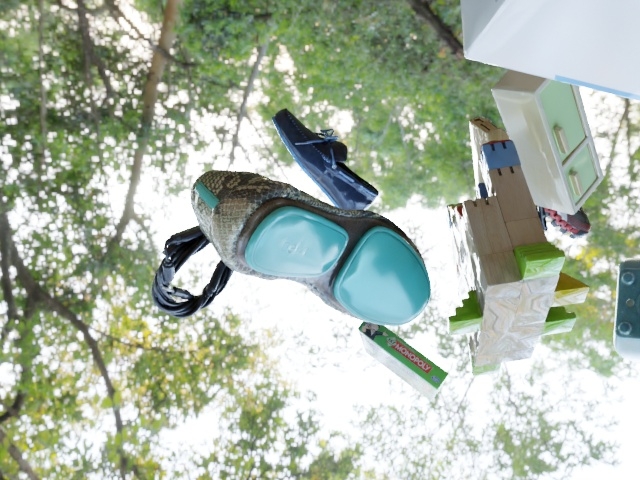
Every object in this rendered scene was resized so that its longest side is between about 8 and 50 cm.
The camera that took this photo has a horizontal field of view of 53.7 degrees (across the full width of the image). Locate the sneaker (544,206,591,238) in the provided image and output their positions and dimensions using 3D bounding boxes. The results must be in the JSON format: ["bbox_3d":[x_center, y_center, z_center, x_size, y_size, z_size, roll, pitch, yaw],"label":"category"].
[{"bbox_3d":[0.560,-0.123,1.478,0.276,0.135,0.098,46,-154,-10],"label":"sneaker"}]

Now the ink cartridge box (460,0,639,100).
[{"bbox_3d":[0.248,-0.302,0.544,0.198,0.197,0.270,9,-114,-15],"label":"ink cartridge box"}]

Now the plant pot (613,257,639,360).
[{"bbox_3d":[0.751,0.149,1.335,0.252,0.248,0.247,13,171,-42],"label":"plant pot"}]

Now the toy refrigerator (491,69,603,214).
[{"bbox_3d":[0.397,-0.179,1.081,0.102,0.270,0.094,-46,-143,-16],"label":"toy refrigerator"}]

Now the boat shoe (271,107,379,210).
[{"bbox_3d":[0.013,-0.154,1.165,0.089,0.258,0.109,-34,-143,15],"label":"boat shoe"}]

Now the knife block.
[{"bbox_3d":[0.375,-0.094,1.336,0.275,0.242,0.088,25,-162,-24],"label":"knife block"}]

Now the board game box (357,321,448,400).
[{"bbox_3d":[0.193,0.285,1.491,0.213,0.317,0.046,35,-101,16],"label":"board game box"}]

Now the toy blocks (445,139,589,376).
[{"bbox_3d":[0.275,0.022,1.015,0.190,0.381,0.261,-9,-124,4],"label":"toy blocks"}]

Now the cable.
[{"bbox_3d":[-0.174,0.041,0.970,0.047,0.151,0.184,25,-148,30],"label":"cable"}]

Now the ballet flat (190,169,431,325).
[{"bbox_3d":[0.000,0.000,0.929,0.182,0.164,0.482,40,-171,37],"label":"ballet flat"}]
